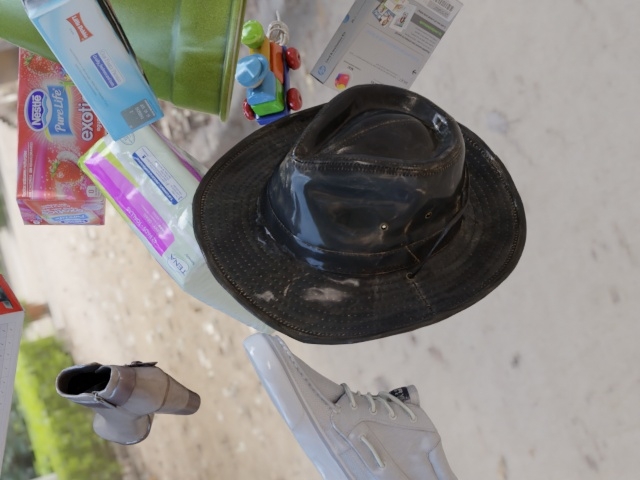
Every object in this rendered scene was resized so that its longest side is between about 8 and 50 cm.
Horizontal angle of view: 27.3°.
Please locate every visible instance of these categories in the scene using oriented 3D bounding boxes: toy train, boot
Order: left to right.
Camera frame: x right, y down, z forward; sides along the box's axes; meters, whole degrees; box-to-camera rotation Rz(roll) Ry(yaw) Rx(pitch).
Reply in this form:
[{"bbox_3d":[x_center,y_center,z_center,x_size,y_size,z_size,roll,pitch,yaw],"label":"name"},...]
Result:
[{"bbox_3d":[-0.142,0.106,0.892,0.118,0.087,0.042,-21,59,37],"label":"boot"},{"bbox_3d":[-0.104,-0.343,2.336,0.143,0.105,0.248,52,-148,-58],"label":"toy train"},{"bbox_3d":[0.034,0.166,1.272,0.258,0.123,0.095,59,174,-25],"label":"boot"}]

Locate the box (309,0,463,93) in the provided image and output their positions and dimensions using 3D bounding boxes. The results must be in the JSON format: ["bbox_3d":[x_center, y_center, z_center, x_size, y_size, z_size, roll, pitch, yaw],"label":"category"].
[{"bbox_3d":[0.090,-0.269,1.761,0.038,0.145,0.186,42,105,43],"label":"box"}]

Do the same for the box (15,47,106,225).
[{"bbox_3d":[-0.425,-0.185,2.182,0.154,0.142,0.300,118,151,-74],"label":"box"}]

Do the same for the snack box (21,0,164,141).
[{"bbox_3d":[-0.254,-0.265,1.238,0.322,0.060,0.187,61,179,33],"label":"snack box"}]

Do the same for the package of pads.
[{"bbox_3d":[-0.147,-0.015,1.602,0.229,0.101,0.296,48,-177,24],"label":"package of pads"}]

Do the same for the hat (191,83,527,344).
[{"bbox_3d":[0.043,-0.060,1.255,0.134,0.331,0.331,95,154,-52],"label":"hat"}]

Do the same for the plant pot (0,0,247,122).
[{"bbox_3d":[-0.265,-0.355,1.669,0.366,0.353,0.366,-172,90,-86],"label":"plant pot"}]

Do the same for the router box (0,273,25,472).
[{"bbox_3d":[-0.548,0.217,1.680,0.082,0.301,0.335,48,134,38],"label":"router box"}]
